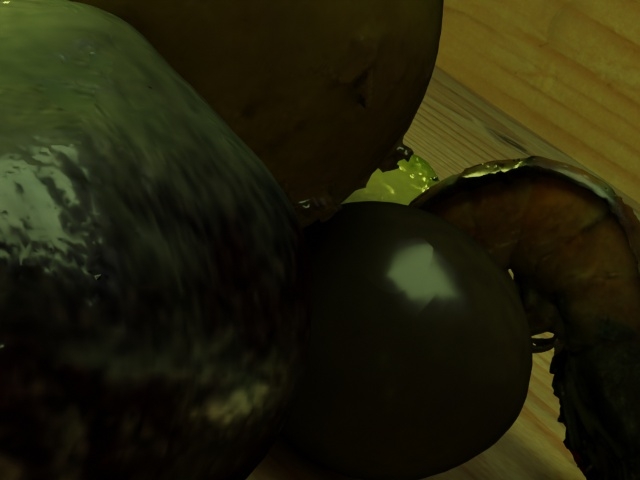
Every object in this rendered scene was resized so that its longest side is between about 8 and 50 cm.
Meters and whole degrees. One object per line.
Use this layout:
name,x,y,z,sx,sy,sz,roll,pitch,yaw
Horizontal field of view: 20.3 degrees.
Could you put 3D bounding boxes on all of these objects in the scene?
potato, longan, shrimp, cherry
potato,-0.097,-0.158,1.012,0.319,0.385,0.442,19,2,-22
longan,0.023,0.055,1.035,0.204,0.159,0.185,8,18,-34
shrimp,0.126,0.093,1.144,0.054,0.222,0.290,-49,120,-67
cherry,-0.132,0.017,0.700,0.255,0.218,0.296,38,21,11

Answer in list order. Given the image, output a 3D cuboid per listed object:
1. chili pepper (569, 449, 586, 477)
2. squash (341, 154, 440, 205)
chili pepper,0.242,0.142,1.226,0.338,0.131,0.134,38,33,14
squash,-0.002,-0.024,1.243,0.191,0.085,0.184,-6,-9,2
